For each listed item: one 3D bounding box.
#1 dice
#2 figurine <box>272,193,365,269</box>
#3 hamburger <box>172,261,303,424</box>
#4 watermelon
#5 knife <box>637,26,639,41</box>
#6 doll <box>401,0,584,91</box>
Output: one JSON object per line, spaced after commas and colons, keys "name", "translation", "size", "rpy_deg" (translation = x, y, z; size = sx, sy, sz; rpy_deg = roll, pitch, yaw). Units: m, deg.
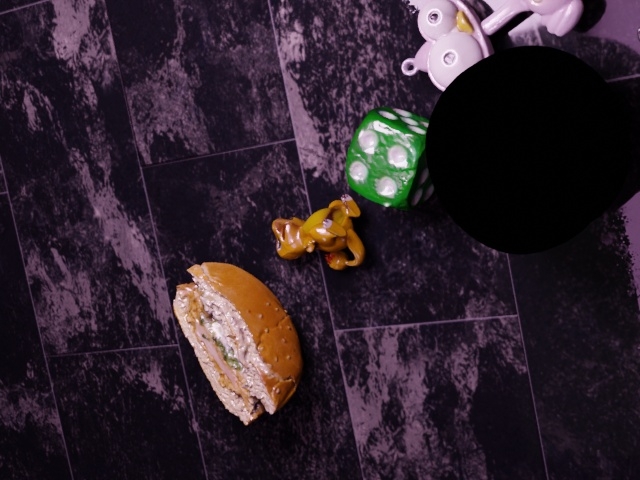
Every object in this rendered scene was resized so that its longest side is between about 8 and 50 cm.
{"name": "dice", "translation": [0.120, -0.126, 1.838], "size": [0.120, 0.131, 0.128], "rpy_deg": [27, 111, 22]}
{"name": "figurine", "translation": [0.001, 0.003, 1.968], "size": [0.176, 0.121, 0.122], "rpy_deg": [-11, 123, 44]}
{"name": "hamburger", "translation": [-0.123, 0.155, 2.025], "size": [0.144, 0.157, 0.283], "rpy_deg": [-35, 81, 49]}
{"name": "watermelon", "translation": [0.288, -0.128, 1.659], "size": [0.285, 0.285, 0.285], "rpy_deg": [7, 104, 28]}
{"name": "knife", "translation": [0.498, -0.273, 1.660], "size": [0.121, 0.018, 0.031], "rpy_deg": [22, 113, 22]}
{"name": "doll", "translation": [0.266, -0.334, 1.733], "size": [0.365, 0.094, 0.160], "rpy_deg": [-31, 82, 30]}
